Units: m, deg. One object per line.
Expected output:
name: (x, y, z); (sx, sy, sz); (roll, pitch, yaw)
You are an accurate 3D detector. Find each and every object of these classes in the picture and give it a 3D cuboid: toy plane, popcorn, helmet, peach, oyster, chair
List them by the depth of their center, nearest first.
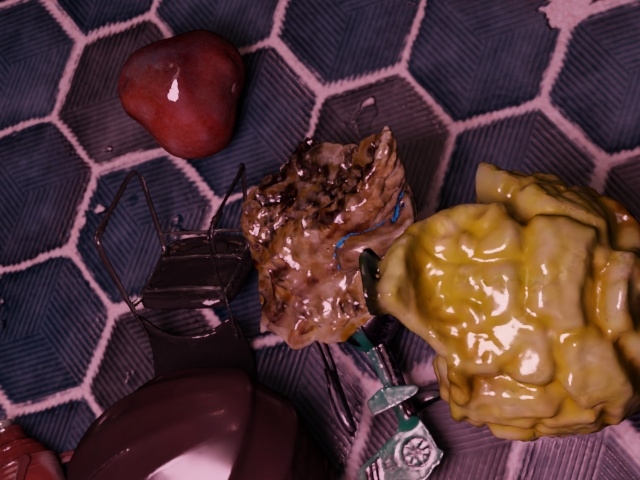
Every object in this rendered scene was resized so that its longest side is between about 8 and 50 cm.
popcorn: (0.208, 0.054, 1.176); (0.237, 0.293, 0.292); (-18, 73, 20)
helmet: (-0.147, 0.234, 1.226); (0.305, 0.177, 0.225); (-17, 33, 3)
oyster: (0.000, 0.000, 1.242); (0.214, 0.083, 0.222); (-4, 86, 38)
toy plane: (0.046, 0.073, 1.298); (0.155, 0.106, 0.381); (-28, 72, 16)
chair: (-0.139, 0.043, 1.361); (0.140, 0.221, 0.145); (-3, 34, 18)
peach: (-0.152, -0.170, 1.388); (0.152, 0.152, 0.152); (-4, 76, 17)

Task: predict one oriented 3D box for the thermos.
thermos: (-0.310, 0.303, 1.359); (0.124, 0.099, 0.232); (-17, 67, -24)
